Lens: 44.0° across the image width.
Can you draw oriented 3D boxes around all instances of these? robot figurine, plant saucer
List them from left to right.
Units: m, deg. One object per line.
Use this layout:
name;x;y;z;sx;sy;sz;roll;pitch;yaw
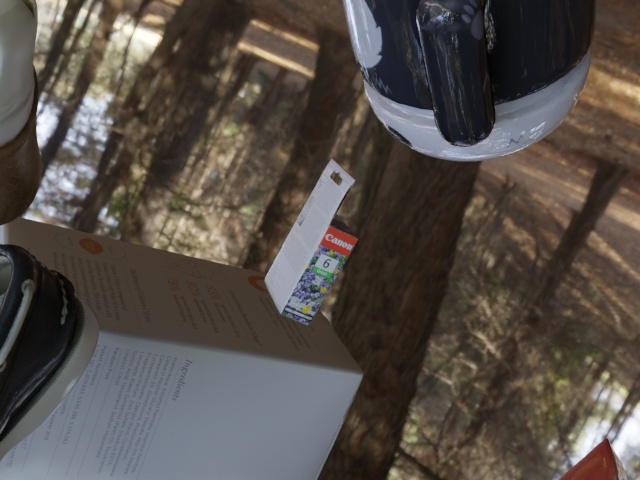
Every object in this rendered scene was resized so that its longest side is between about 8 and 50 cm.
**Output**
robot figurine;0.093;-0.184;0.531;0.173;0.209;0.278;31;151;38
plant saucer;0.333;0.399;1.108;0.048;0.258;0.259;49;-177;34

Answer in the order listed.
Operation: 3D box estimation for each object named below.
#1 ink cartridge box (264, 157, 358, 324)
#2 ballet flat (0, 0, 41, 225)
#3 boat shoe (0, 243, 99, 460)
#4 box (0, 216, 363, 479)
ink cartridge box;0.000;0.000;0.604;0.029;0.115;0.063;24;-167;-23
ballet flat;-0.221;-0.144;0.402;0.124;0.342;0.116;-3;-142;28
boat shoe;-0.258;0.137;0.481;0.114;0.303;0.091;11;150;27
box;-0.168;0.123;0.808;0.345;0.168;0.215;14;-162;-27
